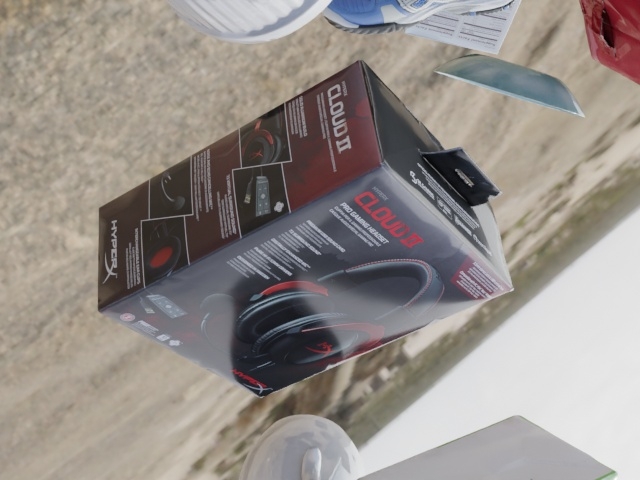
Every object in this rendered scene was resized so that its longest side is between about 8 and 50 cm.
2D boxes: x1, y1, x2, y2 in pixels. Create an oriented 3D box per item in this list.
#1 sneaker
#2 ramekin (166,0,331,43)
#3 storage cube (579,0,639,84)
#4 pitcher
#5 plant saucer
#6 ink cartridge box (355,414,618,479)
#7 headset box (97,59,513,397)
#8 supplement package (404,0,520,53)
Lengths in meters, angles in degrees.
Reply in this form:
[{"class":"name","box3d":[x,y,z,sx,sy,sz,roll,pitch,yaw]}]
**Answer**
[{"class":"sneaker","box3d":[0.099,-0.271,0.999,0.211,0.080,0.081,-11,153,9]},{"class":"ramekin","box3d":[-0.076,-0.282,0.832,0.207,0.207,0.109,-41,160,15]},{"class":"storage cube","box3d":[0.440,-0.292,1.137,0.215,0.193,0.183,-42,140,-5]},{"class":"pitcher","box3d":[-0.014,0.250,0.886,0.207,0.126,0.177,-85,-173,-49]},{"class":"plant saucer","box3d":[0.237,-0.197,1.198,0.195,0.195,0.037,-15,123,-69]},{"class":"ink cartridge box","box3d":[0.124,0.353,0.836,0.207,0.119,0.353,-12,115,-37]},{"class":"headset box","box3d":[0.000,0.000,0.793,0.293,0.110,0.218,-26,141,22]},{"class":"supplement package","box3d":[0.291,-0.542,1.890,0.262,0.198,0.199,108,-10,-46]}]
